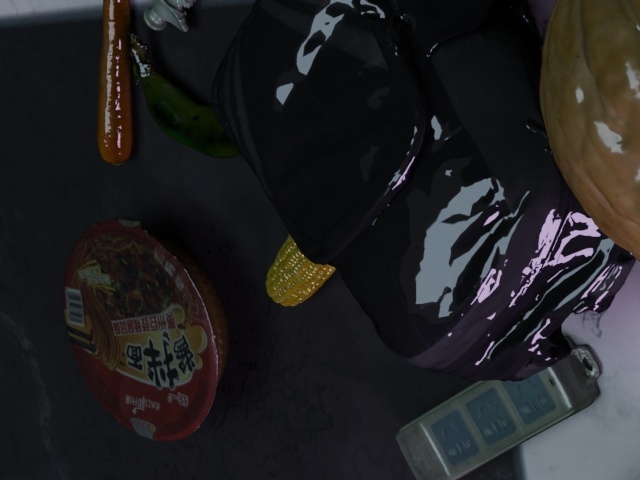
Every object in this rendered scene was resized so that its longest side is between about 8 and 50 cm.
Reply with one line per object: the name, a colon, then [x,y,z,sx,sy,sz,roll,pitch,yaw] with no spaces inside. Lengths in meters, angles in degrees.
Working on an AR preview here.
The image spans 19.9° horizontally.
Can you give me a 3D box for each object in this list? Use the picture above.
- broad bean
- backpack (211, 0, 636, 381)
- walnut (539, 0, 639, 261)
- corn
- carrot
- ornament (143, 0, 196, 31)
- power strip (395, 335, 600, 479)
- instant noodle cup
broad bean: [-0.108,-0.159,2.003,0.292,0.049,0.144,8,113,42]
backpack: [0.107,-0.079,1.684,0.363,0.255,0.446,-53,54,41]
walnut: [0.329,-0.113,1.429,0.333,0.333,0.333,18,118,39]
corn: [0.000,0.000,1.949,0.067,0.067,0.206,54,138,15]
carrot: [-0.238,-0.204,2.125,0.043,0.043,0.248,21,117,38]
ornament: [-0.165,-0.265,2.027,0.092,0.041,0.068,-3,123,36]
power strip: [0.176,0.178,1.852,0.272,0.052,0.078,-37,78,45]
instant noodle cup: [-0.186,0.097,2.149,0.274,0.091,0.274,18,117,39]
